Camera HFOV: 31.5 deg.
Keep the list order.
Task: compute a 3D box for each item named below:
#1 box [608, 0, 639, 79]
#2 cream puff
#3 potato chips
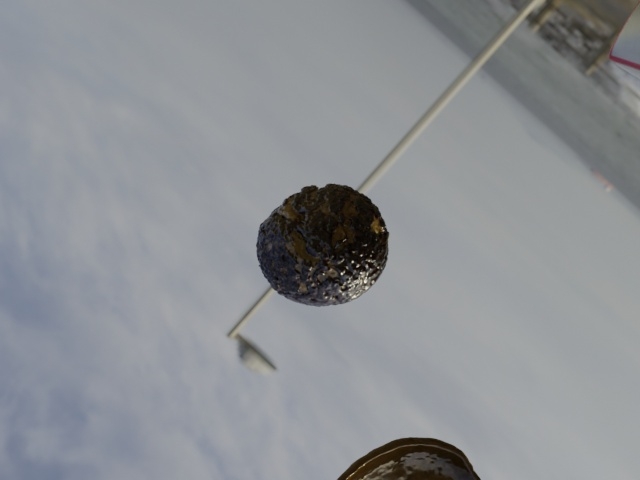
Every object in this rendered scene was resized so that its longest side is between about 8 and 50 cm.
[{"bbox_3d":[0.572,-0.234,1.224,0.314,0.300,0.312,21,-171,-34],"label":"box"},{"bbox_3d":[0.000,0.000,2.004,0.239,0.239,0.165,56,173,49],"label":"cream puff"},{"bbox_3d":[0.096,0.319,1.386,0.150,0.201,0.049,60,164,-1],"label":"potato chips"}]
